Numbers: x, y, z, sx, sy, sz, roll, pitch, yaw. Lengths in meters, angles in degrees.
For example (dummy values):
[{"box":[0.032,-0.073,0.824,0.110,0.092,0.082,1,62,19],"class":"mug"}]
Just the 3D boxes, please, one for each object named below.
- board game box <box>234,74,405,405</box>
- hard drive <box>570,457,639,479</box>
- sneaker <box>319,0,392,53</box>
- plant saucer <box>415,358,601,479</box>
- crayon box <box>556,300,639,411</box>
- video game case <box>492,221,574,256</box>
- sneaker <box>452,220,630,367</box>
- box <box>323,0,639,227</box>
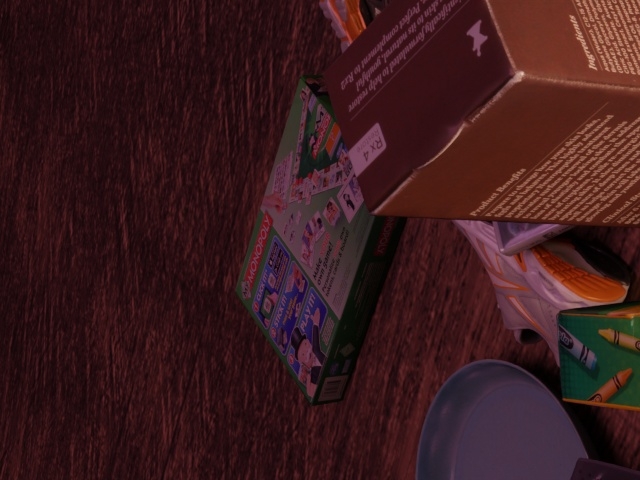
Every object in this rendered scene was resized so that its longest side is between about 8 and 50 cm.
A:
[{"box":[0.000,0.000,2.258,0.213,0.046,0.317,55,138,42],"class":"board game box"},{"box":[0.301,0.300,1.717,0.254,0.054,0.172,17,85,49],"class":"hard drive"},{"box":[0.065,-0.215,2.090,0.084,0.083,0.215,3,115,64],"class":"sneaker"},{"box":[0.199,0.274,1.967,0.317,0.043,0.318,16,108,58],"class":"plant saucer"},{"box":[0.340,0.092,1.582,0.278,0.165,0.081,1,95,59],"class":"crayon box"},{"box":[0.218,-0.103,1.811,0.173,0.022,0.190,-27,62,32],"class":"video game case"},{"box":[0.188,0.031,1.901,0.262,0.099,0.121,48,138,47],"class":"sneaker"},{"box":[0.215,-0.112,1.525,0.191,0.381,0.143,-43,57,42],"class":"box"}]
